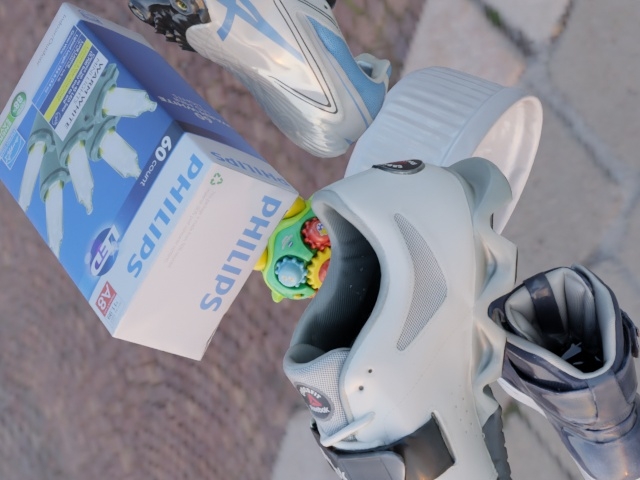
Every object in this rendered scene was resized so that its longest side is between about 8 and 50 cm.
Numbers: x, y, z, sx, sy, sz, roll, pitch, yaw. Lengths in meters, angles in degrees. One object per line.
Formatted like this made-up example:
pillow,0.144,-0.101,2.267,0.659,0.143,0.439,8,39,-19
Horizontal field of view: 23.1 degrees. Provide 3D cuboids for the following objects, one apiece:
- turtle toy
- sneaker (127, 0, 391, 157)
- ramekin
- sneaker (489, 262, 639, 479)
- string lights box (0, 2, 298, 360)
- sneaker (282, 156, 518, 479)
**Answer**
turtle toy,0.000,0.000,1.328,0.066,0.095,0.130,37,94,41
sneaker,-0.045,-0.142,0.952,0.085,0.086,0.237,14,160,48
ramekin,0.106,-0.060,1.435,0.109,0.207,0.207,27,131,21
sneaker,0.159,0.062,1.111,0.163,0.086,0.226,59,176,-37
string lights box,-0.131,-0.047,1.071,0.133,0.077,0.259,-59,41,13
sneaker,0.039,0.113,1.003,0.122,0.146,0.330,1,93,60
